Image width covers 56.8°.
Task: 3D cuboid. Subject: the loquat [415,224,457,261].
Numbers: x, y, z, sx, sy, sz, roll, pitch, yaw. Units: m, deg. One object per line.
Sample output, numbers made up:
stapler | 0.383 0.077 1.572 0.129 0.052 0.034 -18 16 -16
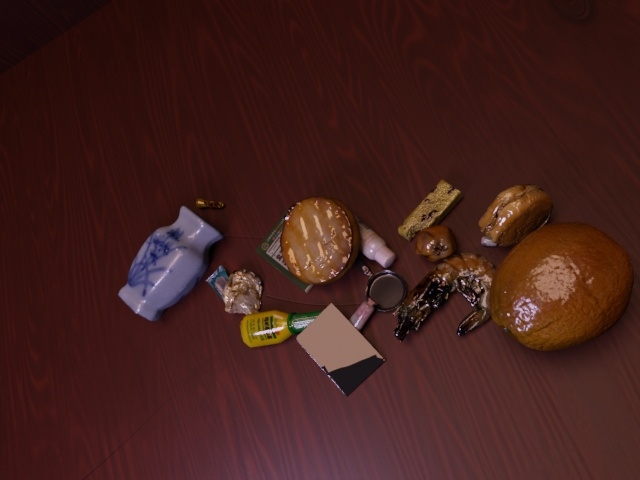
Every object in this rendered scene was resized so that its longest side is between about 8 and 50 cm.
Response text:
loquat | 0.354 0.012 1.814 0.137 0.137 0.113 0 99 23

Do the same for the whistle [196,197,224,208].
whistle | -0.421 -0.145 2.253 0.109 0.057 0.046 3 51 24

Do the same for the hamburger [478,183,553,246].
hamburger | 0.570 -0.078 1.716 0.213 0.214 0.108 -35 56 7

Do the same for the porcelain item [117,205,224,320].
porcelain item | -0.545 0.082 2.147 0.242 0.178 0.405 35 86 31

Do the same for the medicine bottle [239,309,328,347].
medicine bottle | -0.114 0.277 1.943 0.309 0.076 0.111 -12 87 17

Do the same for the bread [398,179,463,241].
bread | 0.351 -0.088 1.902 0.226 0.049 0.088 -49 60 0

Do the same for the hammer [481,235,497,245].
hammer | 0.523 -0.022 1.814 0.052 0.031 0.083 6 66 22

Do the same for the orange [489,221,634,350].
orange | 0.617 0.125 1.545 0.357 0.322 0.322 -37 60 -5

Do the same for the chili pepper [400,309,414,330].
chili pepper | 0.272 0.242 1.821 0.030 0.034 0.091 -18 57 -22

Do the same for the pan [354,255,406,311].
pan | 0.179 0.128 1.902 0.136 0.028 0.235 -42 63 2

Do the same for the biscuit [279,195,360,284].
biscuit | 0.000 0.000 1.935 0.296 0.102 0.296 -2 86 35

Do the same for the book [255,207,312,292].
book | -0.078 0.030 2.053 0.264 0.027 0.202 36 88 29

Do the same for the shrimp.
shrimp | 0.384 0.190 1.762 0.365 0.071 0.233 -44 62 -8

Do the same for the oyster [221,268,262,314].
oyster | -0.261 0.189 2.038 0.191 0.081 0.163 39 83 10

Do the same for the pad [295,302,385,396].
pad | 0.060 0.337 1.844 0.170 0.006 0.245 -45 75 5

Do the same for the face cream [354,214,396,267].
face cream | 0.140 -0.010 1.944 0.082 0.082 0.269 -48 60 0

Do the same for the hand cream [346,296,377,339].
hand cream | 0.104 0.269 1.865 0.067 0.043 0.210 41 102 29

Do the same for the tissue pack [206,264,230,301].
tissue pack | -0.340 0.163 2.116 0.085 0.028 0.138 -45 64 5
